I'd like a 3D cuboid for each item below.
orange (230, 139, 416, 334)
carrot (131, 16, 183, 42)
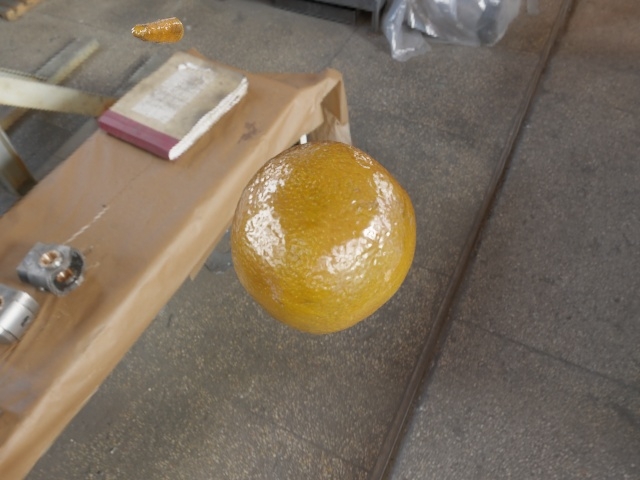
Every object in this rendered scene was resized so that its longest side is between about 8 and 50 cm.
[{"bbox_3d":[0.000,0.000,0.741,0.265,0.264,0.264,-2,53,2],"label":"orange"},{"bbox_3d":[-0.387,-0.488,1.260,0.061,0.061,0.209,6,24,7],"label":"carrot"}]
